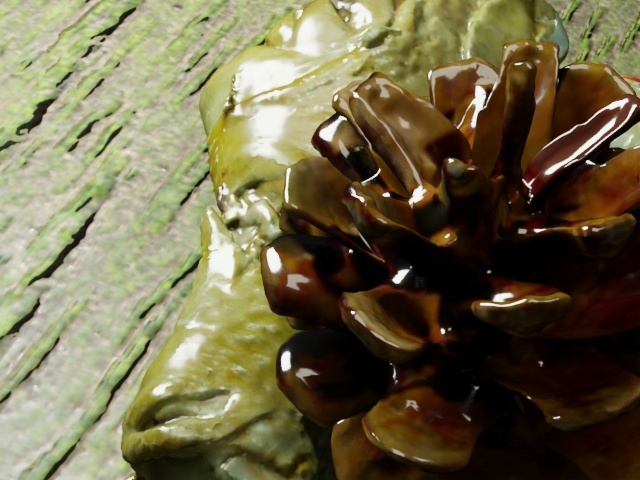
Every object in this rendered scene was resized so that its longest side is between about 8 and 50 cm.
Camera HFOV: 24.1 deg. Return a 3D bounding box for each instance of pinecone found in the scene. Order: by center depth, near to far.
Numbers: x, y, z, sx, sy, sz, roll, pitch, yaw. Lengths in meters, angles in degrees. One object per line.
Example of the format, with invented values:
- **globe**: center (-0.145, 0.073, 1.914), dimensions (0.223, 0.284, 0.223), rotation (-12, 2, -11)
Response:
- **pinecone**: center (0.080, 0.019, 0.680), dimensions (0.229, 0.201, 0.202), rotation (43, 53, 5)

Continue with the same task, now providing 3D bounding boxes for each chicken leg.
- **chicken leg**: center (0.000, 0.000, 0.830), dimensions (0.201, 0.153, 0.429), rotation (26, 48, 0)

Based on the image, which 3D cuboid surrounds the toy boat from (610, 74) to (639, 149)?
- **toy boat**: center (0.213, -0.063, 1.011), dimensions (0.185, 0.071, 0.089), rotation (38, 88, 26)
